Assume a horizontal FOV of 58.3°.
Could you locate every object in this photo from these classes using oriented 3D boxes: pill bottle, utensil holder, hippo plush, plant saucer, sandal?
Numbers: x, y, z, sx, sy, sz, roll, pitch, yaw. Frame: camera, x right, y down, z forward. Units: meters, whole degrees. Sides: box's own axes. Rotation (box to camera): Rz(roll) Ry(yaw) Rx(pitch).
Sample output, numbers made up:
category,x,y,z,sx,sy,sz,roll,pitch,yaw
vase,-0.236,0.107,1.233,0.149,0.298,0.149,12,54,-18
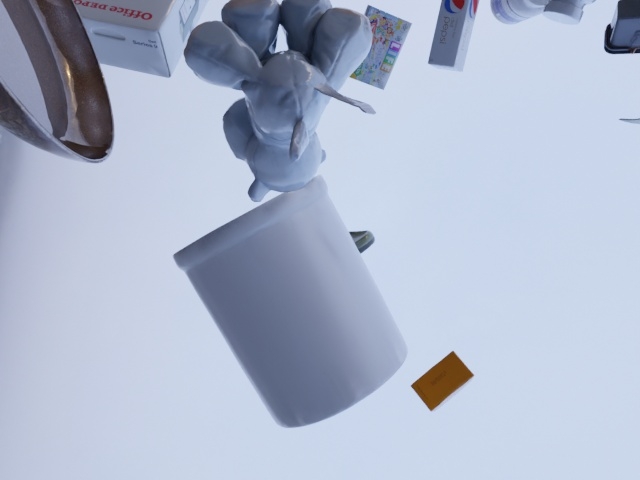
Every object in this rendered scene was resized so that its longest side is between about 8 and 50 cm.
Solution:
category,x,y,z,sx,sy,sz,roll,pitch,yaw
pill bottle,0.500,-0.519,1.104,0.103,0.103,0.184,37,-67,53
utensil holder,-0.052,0.117,1.120,0.328,0.328,0.385,-24,-85,41
pill bottle,0.485,-0.581,1.357,0.112,0.112,0.186,-58,-170,8
hippo plush,-0.033,-0.190,0.828,0.234,0.236,0.294,-35,-115,-19
plant saucer,-0.279,-0.207,0.505,0.050,0.310,0.310,-20,-133,1
sandal,0.002,-0.001,1.408,0.303,0.086,0.120,-12,-152,43

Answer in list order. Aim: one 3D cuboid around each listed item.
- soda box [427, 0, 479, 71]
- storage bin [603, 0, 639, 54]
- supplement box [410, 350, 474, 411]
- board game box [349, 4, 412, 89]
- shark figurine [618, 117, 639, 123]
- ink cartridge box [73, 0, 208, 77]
category,x,y,z,sx,sy,sz,roll,pitch,yaw
soda box,0.315,-0.511,1.336,0.069,0.074,0.215,17,-76,28
storage bin,0.672,-0.449,1.198,0.135,0.091,0.098,4,-113,22
supplement box,0.139,0.162,0.651,0.062,0.098,0.036,-40,-110,0
board game box,0.122,-0.422,1.262,0.026,0.104,0.154,-113,-139,-60
shark figurine,0.615,-0.259,0.993,0.166,0.278,0.116,14,-82,29
ink cartridge box,-0.349,-0.473,1.109,0.121,0.211,0.289,94,10,-61
